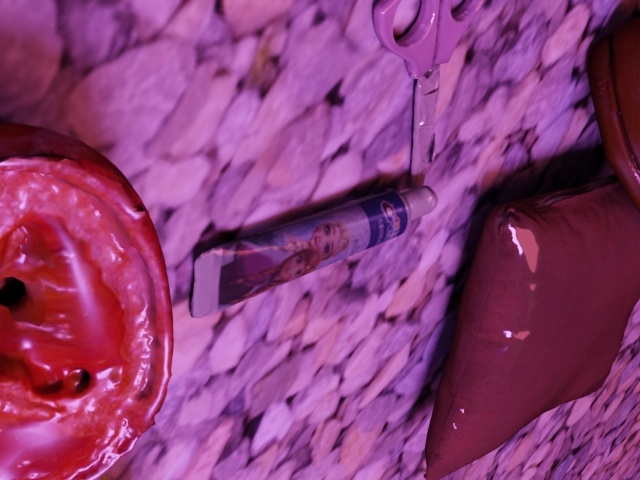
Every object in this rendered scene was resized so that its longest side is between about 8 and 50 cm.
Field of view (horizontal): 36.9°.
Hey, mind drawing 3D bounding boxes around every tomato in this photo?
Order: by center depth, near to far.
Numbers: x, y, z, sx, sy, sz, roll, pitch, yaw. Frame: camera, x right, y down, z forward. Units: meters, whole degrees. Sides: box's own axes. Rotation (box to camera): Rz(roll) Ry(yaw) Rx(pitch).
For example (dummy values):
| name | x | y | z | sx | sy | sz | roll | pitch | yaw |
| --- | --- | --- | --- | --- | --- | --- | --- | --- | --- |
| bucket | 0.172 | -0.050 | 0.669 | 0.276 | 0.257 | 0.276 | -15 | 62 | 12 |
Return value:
| name | x | y | z | sx | sy | sz | roll | pitch | yaw |
| --- | --- | --- | --- | --- | --- | --- | --- | --- | --- |
| tomato | -0.184 | 0.037 | 0.466 | 0.228 | 0.101 | 0.228 | -21 | 132 | -26 |

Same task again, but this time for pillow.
| name | x | y | z | sx | sy | sz | roll | pitch | yaw |
| --- | --- | --- | --- | --- | --- | --- | --- | --- | --- |
| pillow | 0.234 | 0.071 | 0.964 | 0.307 | 0.108 | 0.306 | -17 | 129 | -41 |

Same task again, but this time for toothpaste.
| name | x | y | z | sx | sy | sz | roll | pitch | yaw |
| --- | --- | --- | --- | --- | --- | --- | --- | --- | --- |
| toothpaste | 0.000 | 0.000 | 0.699 | 0.216 | 0.037 | 0.062 | -20 | 136 | -31 |

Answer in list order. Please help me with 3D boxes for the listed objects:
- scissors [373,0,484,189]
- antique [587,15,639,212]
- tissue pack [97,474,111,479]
| name | x | y | z | sx | sy | sz | roll | pitch | yaw |
| --- | --- | --- | --- | --- | --- | --- | --- | --- | --- |
| scissors | 0.079 | -0.114 | 0.701 | 0.110 | 0.021 | 0.212 | -28 | 138 | -28 |
| antique | 0.360 | -0.103 | 0.883 | 0.278 | 0.129 | 0.224 | 32 | 55 | -35 |
| tissue pack | -0.193 | 0.241 | 0.636 | 0.176 | 0.095 | 0.062 | -36 | 143 | -24 |
